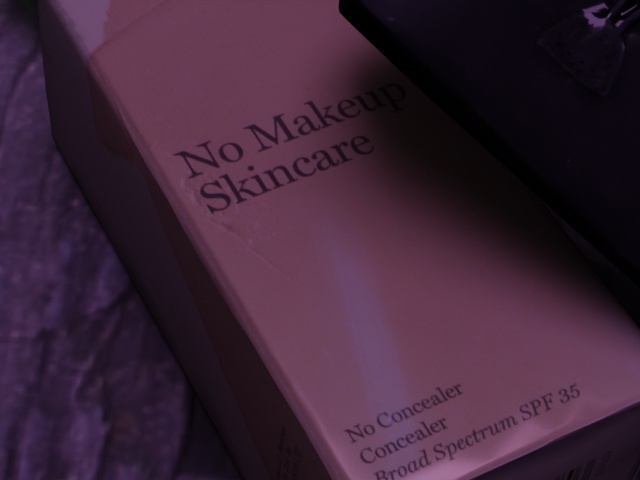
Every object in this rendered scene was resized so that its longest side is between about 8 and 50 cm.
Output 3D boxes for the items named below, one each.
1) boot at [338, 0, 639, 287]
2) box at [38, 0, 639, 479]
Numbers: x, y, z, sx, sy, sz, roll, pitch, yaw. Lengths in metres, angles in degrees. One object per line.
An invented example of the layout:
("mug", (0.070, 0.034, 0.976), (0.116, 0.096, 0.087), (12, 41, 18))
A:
("boot", (0.279, -0.073, 0.622), (0.445, 0.146, 0.367), (42, 75, 1))
("box", (0.000, 0.000, 0.689), (0.148, 0.121, 0.311), (-23, 58, -19))
